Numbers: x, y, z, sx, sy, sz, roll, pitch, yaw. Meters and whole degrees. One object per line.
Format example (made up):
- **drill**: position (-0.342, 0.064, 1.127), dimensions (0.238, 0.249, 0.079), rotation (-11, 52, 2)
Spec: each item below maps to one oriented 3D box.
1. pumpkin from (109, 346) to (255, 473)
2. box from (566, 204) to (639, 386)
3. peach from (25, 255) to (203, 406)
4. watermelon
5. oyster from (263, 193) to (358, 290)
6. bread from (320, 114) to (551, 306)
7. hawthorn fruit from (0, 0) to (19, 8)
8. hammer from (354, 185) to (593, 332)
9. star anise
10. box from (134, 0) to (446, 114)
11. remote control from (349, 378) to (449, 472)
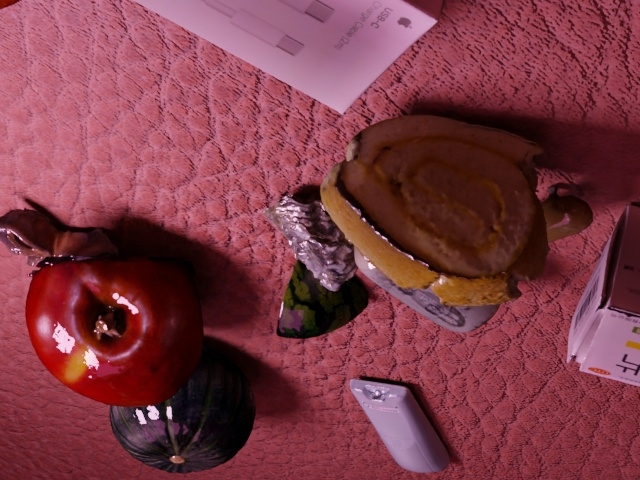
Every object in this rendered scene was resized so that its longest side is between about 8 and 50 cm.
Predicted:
- **pumpkin**: position (-0.230, 0.277, 2.214), dimensions (0.250, 0.216, 0.250), rotation (-6, 130, -8)
- **box**: position (0.465, 0.095, 1.510), dimensions (0.333, 0.145, 0.173), rotation (15, 150, 7)
- **peach**: position (-0.303, 0.149, 1.966), dimensions (0.258, 0.201, 0.361), rotation (-2, 165, -10)
- **watermelon**: position (0.001, 0.081, 1.869), dimensions (0.135, 0.125, 0.094), rotation (11, -173, -22)
- **oyster**: position (0.000, 0.000, 1.724), dimensions (0.177, 0.064, 0.125), rotation (40, 150, -30)
- **bread**: position (0.129, -0.040, 1.446), dimensions (0.257, 0.186, 0.124), rotation (24, 161, 20)
- **hawthorn fruit**: position (-0.314, -0.321, 1.245), dimensions (0.179, 0.179, 0.200), rotation (28, 138, -15)
- **hammer**: position (0.195, 0.003, 1.572), dimensions (0.202, 0.113, 0.305), rotation (31, 145, -27)
- **star anise**: position (-0.398, 0.009, 1.991), dimensions (0.208, 0.063, 0.172), rotation (15, 158, -4)
- **box**: position (-0.028, -0.254, 1.252), dimensions (0.252, 0.106, 0.203), rotation (27, 149, -15)
- **remote control**: position (0.133, 0.315, 2.206), dimensions (0.103, 0.051, 0.293), rotation (6, 148, 25)
